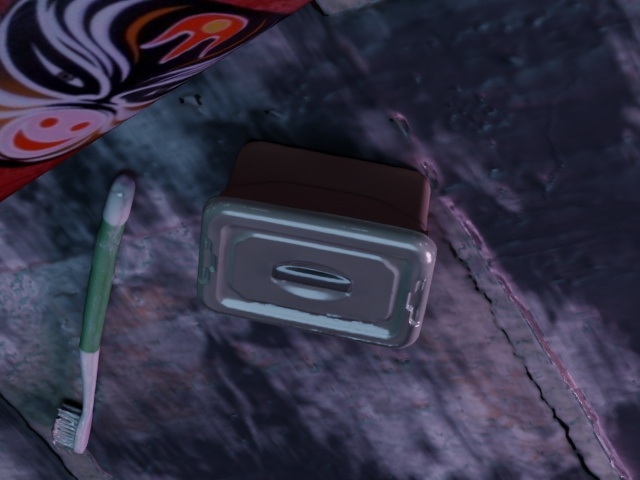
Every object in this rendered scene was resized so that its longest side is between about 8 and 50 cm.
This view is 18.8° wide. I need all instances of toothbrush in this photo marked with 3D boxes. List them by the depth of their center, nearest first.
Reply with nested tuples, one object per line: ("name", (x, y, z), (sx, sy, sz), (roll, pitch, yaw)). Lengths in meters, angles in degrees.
("toothbrush", (-0.133, 0.049, 1.137), (0.024, 0.018, 0.257), (21, 138, 2))

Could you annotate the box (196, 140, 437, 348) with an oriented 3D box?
("box", (0.000, 0.000, 1.017), (0.122, 0.062, 0.089), (11, 137, 2))

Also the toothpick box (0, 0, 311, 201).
("toothpick box", (-0.089, -0.158, 0.769), (0.333, 0.204, 0.204), (-29, 123, 35))
